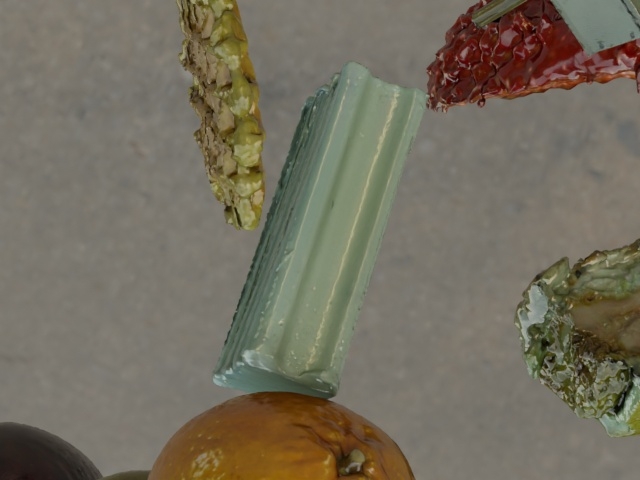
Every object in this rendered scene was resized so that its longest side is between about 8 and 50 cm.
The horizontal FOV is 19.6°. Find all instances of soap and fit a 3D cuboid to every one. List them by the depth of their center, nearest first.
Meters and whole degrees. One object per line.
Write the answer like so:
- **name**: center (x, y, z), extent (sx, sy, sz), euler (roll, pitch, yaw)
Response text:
- **soap**: center (0.000, 0.000, 1.144), extent (0.063, 0.198, 0.114), euler (21, 166, -11)

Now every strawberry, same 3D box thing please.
- **strawberry**: center (0.187, -0.144, 1.165), extent (0.286, 0.188, 0.106), euler (-4, 96, 34)

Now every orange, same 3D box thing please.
- **orange**: center (-0.017, 0.169, 1.035), extent (0.155, 0.177, 0.177), euler (-23, 125, 35)

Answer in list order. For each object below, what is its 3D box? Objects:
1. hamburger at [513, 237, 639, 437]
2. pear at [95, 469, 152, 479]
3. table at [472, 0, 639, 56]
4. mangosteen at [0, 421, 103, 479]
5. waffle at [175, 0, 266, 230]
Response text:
- **hamburger**: center (0.328, 0.096, 1.844), extent (0.288, 0.168, 0.192), euler (-14, 155, -19)
- **pear**: center (-0.179, 0.348, 1.547), extent (0.375, 0.287, 0.287), euler (-10, 134, 20)
- **table**: center (0.143, -0.210, 0.987), extent (0.111, 0.240, 0.121), euler (-14, 121, 44)
- **mangosteen**: center (-0.341, 0.347, 1.943), extent (0.297, 0.293, 0.297), euler (-10, 137, -9)
- **waffle**: center (-0.091, -0.134, 1.737), extent (0.051, 0.291, 0.291), euler (-11, 142, -9)
